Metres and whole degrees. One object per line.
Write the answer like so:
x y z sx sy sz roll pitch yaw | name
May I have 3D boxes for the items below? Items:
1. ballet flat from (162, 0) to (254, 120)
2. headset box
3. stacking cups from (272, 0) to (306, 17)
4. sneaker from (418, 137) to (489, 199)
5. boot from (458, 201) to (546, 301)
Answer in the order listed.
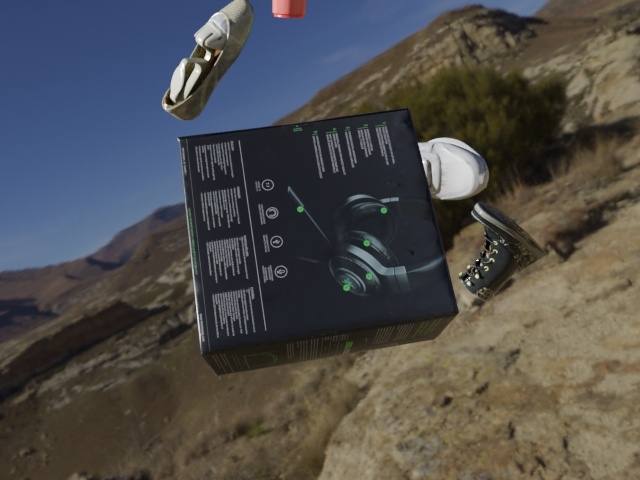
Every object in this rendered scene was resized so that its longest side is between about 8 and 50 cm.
-0.136 -0.219 0.806 0.052 0.057 0.168 9 -64 -56 | ballet flat
0.000 0.000 0.756 0.283 0.246 0.131 -9 -20 -5 | headset box
-0.059 -0.569 1.213 0.096 0.316 0.096 5 20 -2 | stacking cups
0.135 -0.113 1.164 0.305 0.114 0.152 12 33 32 | sneaker
0.364 0.032 1.460 0.178 0.236 0.085 -47 38 18 | boot
